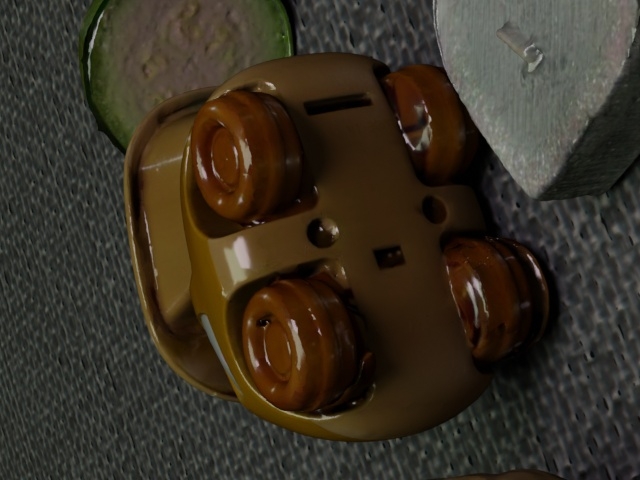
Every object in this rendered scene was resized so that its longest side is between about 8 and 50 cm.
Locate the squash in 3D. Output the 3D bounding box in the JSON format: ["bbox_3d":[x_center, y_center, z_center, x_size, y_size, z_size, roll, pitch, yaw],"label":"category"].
[{"bbox_3d":[-0.112,-0.146,1.384,0.123,0.170,0.170,-139,47,-63],"label":"squash"}]

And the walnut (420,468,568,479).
[{"bbox_3d":[0.083,0.319,1.054,0.381,0.381,0.381,21,117,51],"label":"walnut"}]

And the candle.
[{"bbox_3d":[0.146,-0.108,1.087,0.192,0.068,0.168,11,105,56],"label":"candle"}]

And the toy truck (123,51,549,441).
[{"bbox_3d":[0.000,0.000,1.212,0.212,0.204,0.288,-33,73,57],"label":"toy truck"}]
